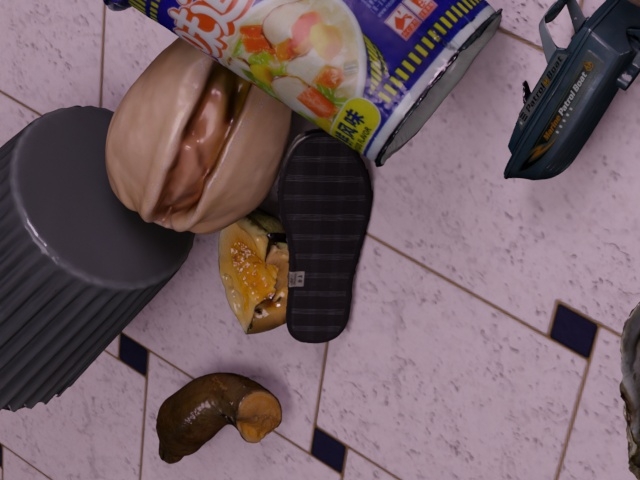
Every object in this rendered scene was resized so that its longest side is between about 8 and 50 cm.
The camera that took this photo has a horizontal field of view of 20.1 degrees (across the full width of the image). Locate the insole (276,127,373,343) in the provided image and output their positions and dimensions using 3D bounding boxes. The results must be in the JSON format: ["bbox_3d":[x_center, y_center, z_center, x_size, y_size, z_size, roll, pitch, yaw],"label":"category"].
[{"bbox_3d":[0.000,0.000,2.036,0.012,0.110,0.309,-102,14,-50],"label":"insole"}]

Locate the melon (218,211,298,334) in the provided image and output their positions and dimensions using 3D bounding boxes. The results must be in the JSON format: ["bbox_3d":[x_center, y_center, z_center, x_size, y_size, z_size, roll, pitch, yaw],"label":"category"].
[{"bbox_3d":[-0.064,0.019,2.123,0.128,0.079,0.160,49,142,34],"label":"melon"}]

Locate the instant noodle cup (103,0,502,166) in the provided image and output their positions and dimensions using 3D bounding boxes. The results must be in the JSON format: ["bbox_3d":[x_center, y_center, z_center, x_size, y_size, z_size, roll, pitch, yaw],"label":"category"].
[{"bbox_3d":[-0.003,-0.239,1.758,0.312,0.284,0.284,39,138,4],"label":"instant noodle cup"}]

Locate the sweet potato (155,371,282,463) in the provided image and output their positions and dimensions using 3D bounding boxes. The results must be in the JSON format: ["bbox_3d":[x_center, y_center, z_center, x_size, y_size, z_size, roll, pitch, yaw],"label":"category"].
[{"bbox_3d":[-0.152,0.238,2.338,0.112,0.085,0.286,51,140,-3],"label":"sweet potato"}]

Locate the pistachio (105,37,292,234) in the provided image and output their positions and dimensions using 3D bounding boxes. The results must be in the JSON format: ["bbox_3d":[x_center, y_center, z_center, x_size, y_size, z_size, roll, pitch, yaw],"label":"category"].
[{"bbox_3d":[-0.128,-0.124,1.991,0.193,0.214,0.318,21,137,-13],"label":"pistachio"}]

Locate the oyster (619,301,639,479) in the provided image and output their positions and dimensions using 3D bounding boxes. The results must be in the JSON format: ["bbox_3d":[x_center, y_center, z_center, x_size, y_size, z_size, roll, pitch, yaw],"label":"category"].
[{"bbox_3d":[0.368,0.163,1.750,0.158,0.162,0.351,42,161,49],"label":"oyster"}]

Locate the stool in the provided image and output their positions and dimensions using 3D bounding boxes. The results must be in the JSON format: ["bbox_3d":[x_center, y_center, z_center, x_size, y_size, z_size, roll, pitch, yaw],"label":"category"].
[{"bbox_3d":[-0.341,0.016,2.217,0.297,0.297,0.330,53,136,1],"label":"stool"}]

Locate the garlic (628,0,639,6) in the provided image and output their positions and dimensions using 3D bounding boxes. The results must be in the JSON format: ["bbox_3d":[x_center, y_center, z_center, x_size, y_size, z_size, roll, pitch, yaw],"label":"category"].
[{"bbox_3d":[0.320,-0.267,1.504,0.228,0.152,0.228,17,121,30],"label":"garlic"}]

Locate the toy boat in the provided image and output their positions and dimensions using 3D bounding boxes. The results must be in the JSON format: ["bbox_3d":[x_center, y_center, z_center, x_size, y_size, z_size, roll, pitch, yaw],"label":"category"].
[{"bbox_3d":[0.230,-0.139,1.719,0.103,0.093,0.246,37,137,9],"label":"toy boat"}]
